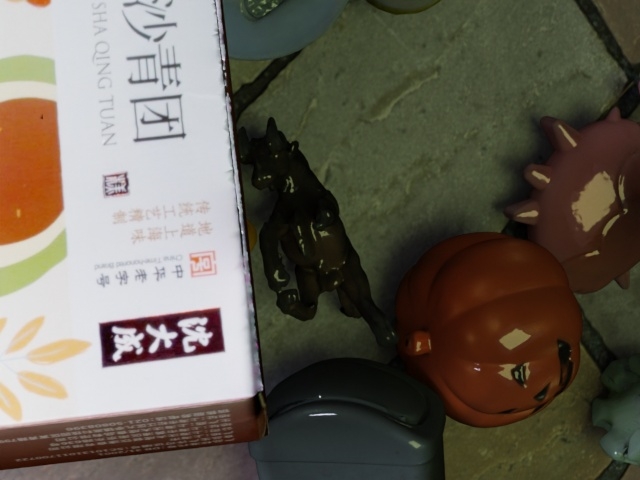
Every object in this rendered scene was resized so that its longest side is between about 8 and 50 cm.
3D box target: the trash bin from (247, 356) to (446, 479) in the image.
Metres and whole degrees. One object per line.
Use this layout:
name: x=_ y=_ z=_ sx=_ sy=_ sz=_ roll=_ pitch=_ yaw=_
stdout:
trash bin: x=0.031 y=0.228 z=1.381 sx=0.176 sy=0.101 sz=0.236 roll=-1 pitch=115 yaw=13

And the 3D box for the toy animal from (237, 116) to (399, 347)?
toy animal: x=0.000 y=0.000 z=1.326 sx=0.084 sy=0.148 sz=0.233 roll=-20 pitch=124 yaw=16

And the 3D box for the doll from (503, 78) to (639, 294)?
doll: x=0.291 y=-0.048 z=1.508 sx=0.211 sy=0.093 sz=0.262 roll=27 pitch=89 yaw=-32

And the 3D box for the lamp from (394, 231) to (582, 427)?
lamp: x=0.151 y=0.086 z=1.406 sx=0.163 sy=0.187 sz=0.188 roll=-10 pitch=109 yaw=-27

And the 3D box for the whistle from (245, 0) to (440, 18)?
whistle: x=0.034 y=-0.242 z=1.283 sx=0.223 sy=0.123 sz=0.123 roll=-19 pitch=115 yaw=-10

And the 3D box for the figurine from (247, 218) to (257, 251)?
figurine: x=-0.127 y=0.029 z=1.250 sx=0.176 sy=0.122 sz=0.121 roll=-41 pitch=124 yaw=-16

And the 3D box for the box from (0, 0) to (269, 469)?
box: x=-0.243 y=-0.025 z=0.966 sx=0.385 sy=0.122 sz=0.345 roll=-6 pitch=69 yaw=-3

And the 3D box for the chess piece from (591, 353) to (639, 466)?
chess piece: x=0.456 y=0.210 z=1.646 sx=0.299 sy=0.194 sz=0.195 roll=13 pitch=97 yaw=-25

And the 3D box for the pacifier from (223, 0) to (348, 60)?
pacifier: x=-0.064 y=-0.295 z=1.159 sx=0.287 sy=0.238 sz=0.226 roll=49 pitch=32 yaw=-4
